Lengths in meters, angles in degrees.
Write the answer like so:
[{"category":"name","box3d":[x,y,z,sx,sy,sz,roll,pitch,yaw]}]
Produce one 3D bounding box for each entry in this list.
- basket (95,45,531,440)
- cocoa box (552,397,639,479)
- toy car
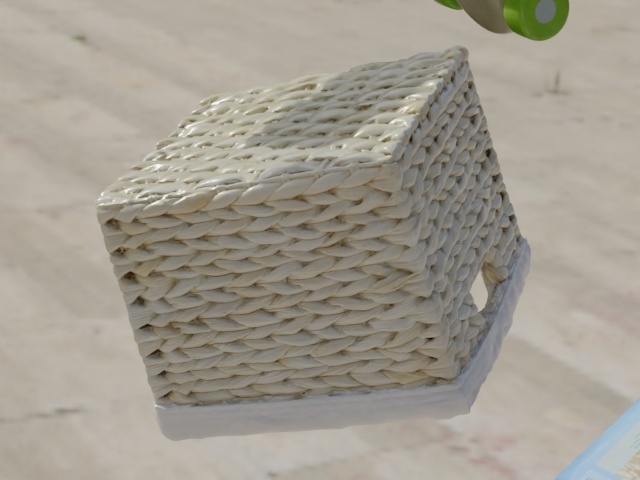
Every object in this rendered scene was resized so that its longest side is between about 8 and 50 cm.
[{"category":"basket","box3d":[0.000,0.000,1.573,0.331,0.266,0.328,-9,22,23]},{"category":"cocoa box","box3d":[0.456,0.325,1.883,0.347,0.228,0.231,-40,31,-17]},{"category":"toy car","box3d":[0.183,-0.281,1.350,0.188,0.149,0.155,-39,32,-10]}]
